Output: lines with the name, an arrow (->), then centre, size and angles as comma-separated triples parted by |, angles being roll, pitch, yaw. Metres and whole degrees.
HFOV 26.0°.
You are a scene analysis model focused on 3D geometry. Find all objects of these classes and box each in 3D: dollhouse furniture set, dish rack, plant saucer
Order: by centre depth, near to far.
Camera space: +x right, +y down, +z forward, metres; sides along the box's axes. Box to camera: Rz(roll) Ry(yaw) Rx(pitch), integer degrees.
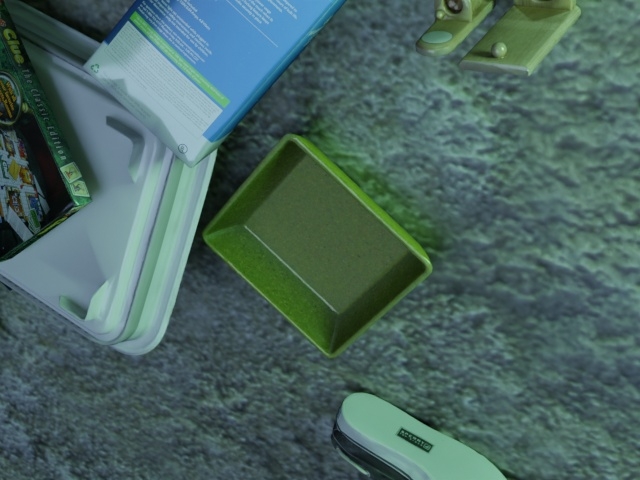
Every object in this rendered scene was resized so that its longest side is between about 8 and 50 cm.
dollhouse furniture set -> 0.112, -0.227, 1.077 | 0.144, 0.123, 0.151 | 9, 125, 27
plant saucer -> 0.000, 0.000, 1.359 | 0.188, 0.045, 0.188 | 43, 133, -2
dish rack -> -0.270, -0.062, 1.378 | 0.333, 0.072, 0.285 | 30, 114, 28

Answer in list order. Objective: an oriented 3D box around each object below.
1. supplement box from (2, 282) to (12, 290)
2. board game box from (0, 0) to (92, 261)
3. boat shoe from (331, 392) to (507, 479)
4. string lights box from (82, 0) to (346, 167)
supplement box -> -0.322, -0.004, 1.530 | 0.056, 0.083, 0.083 | 45, 133, -1
board game box -> -0.320, -0.122, 1.341 | 0.136, 0.030, 0.259 | -30, 80, 37
boat shoe -> 0.108, 0.243, 1.445 | 0.219, 0.078, 0.070 | 34, 132, 19
string lights box -> -0.070, -0.202, 1.187 | 0.133, 0.077, 0.259 | 44, 114, -1
